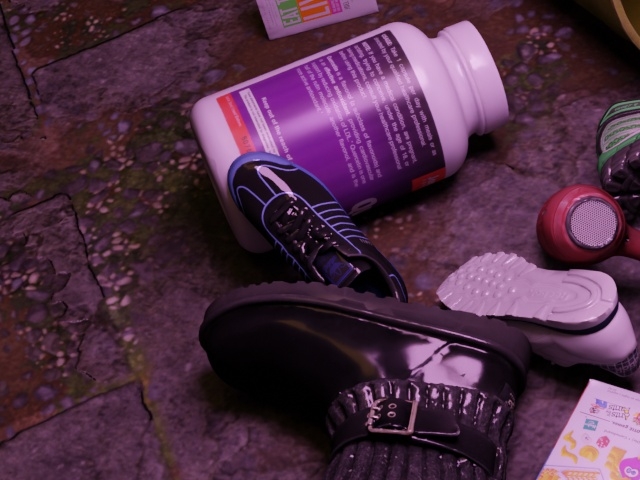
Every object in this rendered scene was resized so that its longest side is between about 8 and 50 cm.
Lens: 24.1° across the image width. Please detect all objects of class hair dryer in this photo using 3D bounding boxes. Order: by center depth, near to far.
[{"bbox_3d":[0.310,0.017,1.455,0.293,0.223,0.080,22,83,49],"label":"hair dryer"}]

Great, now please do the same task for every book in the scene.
[{"bbox_3d":[-0.007,-0.310,1.879,0.144,0.096,0.035,-15,45,4],"label":"book"}]

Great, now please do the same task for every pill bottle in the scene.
[{"bbox_3d":[0.033,-0.122,1.632,0.323,0.181,0.181,-22,46,-4],"label":"pill bottle"}]

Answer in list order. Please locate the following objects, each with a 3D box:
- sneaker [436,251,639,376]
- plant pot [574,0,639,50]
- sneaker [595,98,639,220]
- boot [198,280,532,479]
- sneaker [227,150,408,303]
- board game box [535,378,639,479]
[{"bbox_3d":[0.207,0.077,1.469,0.090,0.095,0.235,-47,32,-18],"label":"sneaker"},{"bbox_3d":[0.362,-0.417,1.723,0.366,0.366,0.353,-33,36,-14],"label":"plant pot"},{"bbox_3d":[0.450,-0.137,1.553,0.344,0.134,0.146,-12,45,6],"label":"sneaker"},{"bbox_3d":[0.016,0.178,1.394,0.348,0.131,0.260,5,50,20],"label":"boot"},{"bbox_3d":[0.000,0.000,1.504,0.081,0.232,0.090,-49,8,9],"label":"sneaker"},{"bbox_3d":[0.235,0.277,1.227,0.144,0.142,0.275,17,55,29],"label":"board game box"}]
